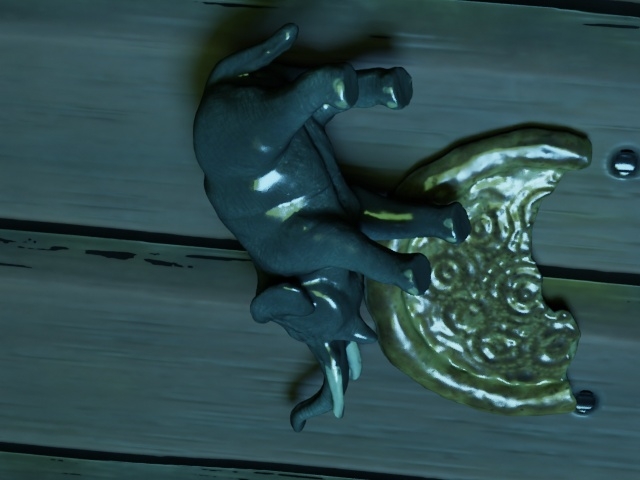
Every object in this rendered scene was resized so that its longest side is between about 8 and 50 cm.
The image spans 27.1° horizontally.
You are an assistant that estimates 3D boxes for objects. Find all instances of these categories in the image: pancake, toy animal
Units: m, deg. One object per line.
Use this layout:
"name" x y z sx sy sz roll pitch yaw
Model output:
"pancake" 0.115 0.029 0.811 0.184 0.020 0.190 -35 109 19
"toy animal" 0.009 0.002 0.764 0.137 0.082 0.270 0 120 28
